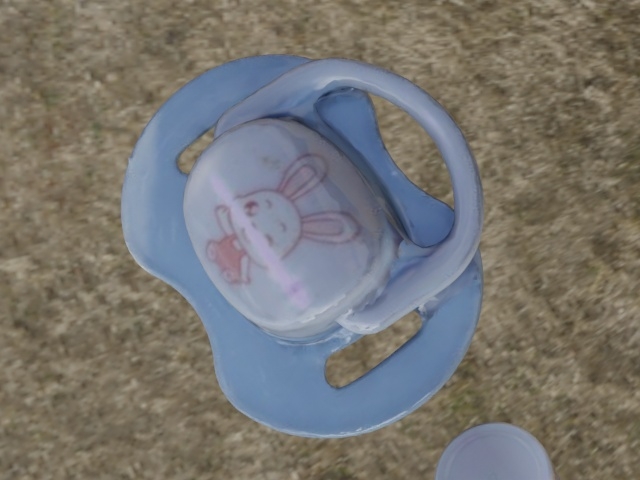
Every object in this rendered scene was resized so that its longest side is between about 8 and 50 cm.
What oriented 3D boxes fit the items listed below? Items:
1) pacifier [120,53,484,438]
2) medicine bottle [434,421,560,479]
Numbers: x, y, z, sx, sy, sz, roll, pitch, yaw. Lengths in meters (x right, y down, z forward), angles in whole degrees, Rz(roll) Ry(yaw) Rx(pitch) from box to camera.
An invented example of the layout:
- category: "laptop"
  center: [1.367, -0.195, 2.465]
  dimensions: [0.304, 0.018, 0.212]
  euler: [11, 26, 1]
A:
- category: "pacifier"
  center: [0.000, 0.000, 0.989]
  dimensions: [0.238, 0.226, 0.287]
  euler: [-38, 76, -3]
- category: "medicine bottle"
  center: [0.230, 0.326, 1.577]
  dimensions: [0.130, 0.341, 0.130]
  euler: [-9, 60, 16]
